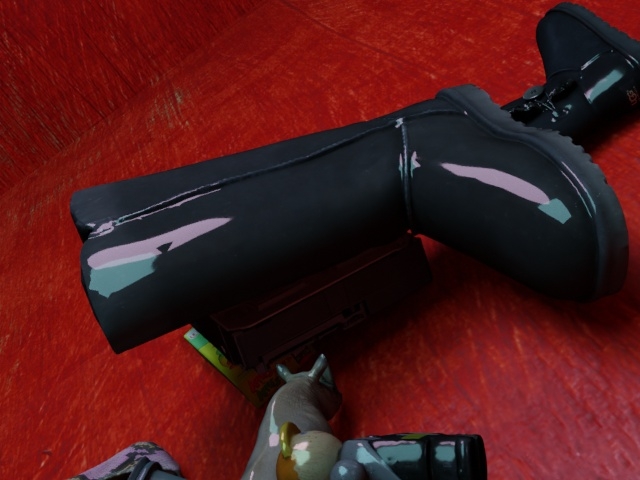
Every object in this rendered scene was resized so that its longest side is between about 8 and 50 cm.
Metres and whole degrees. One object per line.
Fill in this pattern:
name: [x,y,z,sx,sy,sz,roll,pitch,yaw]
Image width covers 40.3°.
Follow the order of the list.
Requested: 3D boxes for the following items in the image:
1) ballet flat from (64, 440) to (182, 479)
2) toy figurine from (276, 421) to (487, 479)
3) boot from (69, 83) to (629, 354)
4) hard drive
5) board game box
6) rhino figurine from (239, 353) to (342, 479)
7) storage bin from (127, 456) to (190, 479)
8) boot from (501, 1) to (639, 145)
ballet flat: [-0.237,0.277,0.880,0.221,0.077,0.079,-26,20,-34]
toy figurine: [0.033,0.231,0.521,0.148,0.213,0.209,-9,36,21]
boot: [0.000,-0.001,0.819,0.445,0.146,0.367,-15,26,-10]
hard drive: [-0.055,0.032,1.045,0.237,0.064,0.339,-27,23,-19]
board game box: [-0.088,0.122,1.032,0.092,0.043,0.181,-43,27,-13]
rhino figurine: [-0.018,0.189,0.769,0.073,0.106,0.243,-21,31,29]
storage bin: [-0.141,0.284,0.800,0.091,0.098,0.135,8,44,18]
boot: [0.258,-0.177,1.035,0.207,0.094,0.246,-32,33,2]
